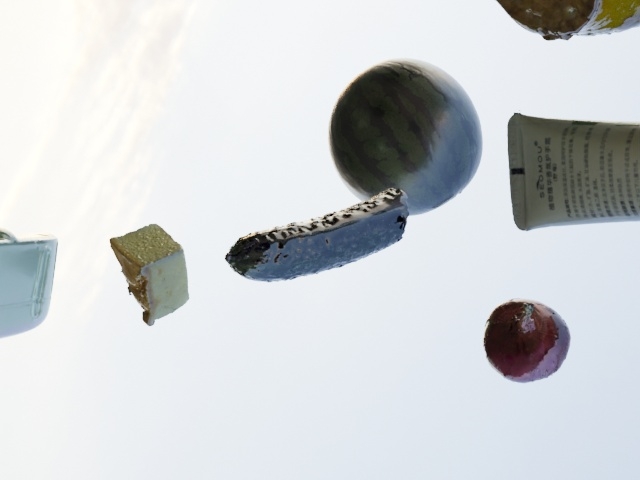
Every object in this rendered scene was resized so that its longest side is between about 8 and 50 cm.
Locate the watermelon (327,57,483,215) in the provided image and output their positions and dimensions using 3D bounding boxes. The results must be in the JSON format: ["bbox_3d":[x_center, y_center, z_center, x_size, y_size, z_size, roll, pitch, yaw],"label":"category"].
[{"bbox_3d":[0.111,-0.138,1.579,0.212,0.212,0.212,-42,-143,42],"label":"watermelon"}]

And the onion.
[{"bbox_3d":[0.339,0.148,1.934,0.140,0.150,0.150,94,0,-58],"label":"onion"}]

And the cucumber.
[{"bbox_3d":[0.002,0.002,1.225,0.067,0.245,0.067,21,-59,41],"label":"cucumber"}]

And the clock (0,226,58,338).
[{"bbox_3d":[-0.430,0.016,1.091,0.265,0.324,0.109,-14,114,-78],"label":"clock"}]

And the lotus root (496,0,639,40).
[{"bbox_3d":[0.205,-0.265,0.832,0.193,0.193,0.291,-12,-138,59],"label":"lotus root"}]

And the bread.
[{"bbox_3d":[-0.222,0.044,1.581,0.080,0.084,0.109,36,-39,39],"label":"bread"}]

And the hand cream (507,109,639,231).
[{"bbox_3d":[0.246,-0.050,0.842,0.276,0.059,0.095,3,-79,45],"label":"hand cream"}]
